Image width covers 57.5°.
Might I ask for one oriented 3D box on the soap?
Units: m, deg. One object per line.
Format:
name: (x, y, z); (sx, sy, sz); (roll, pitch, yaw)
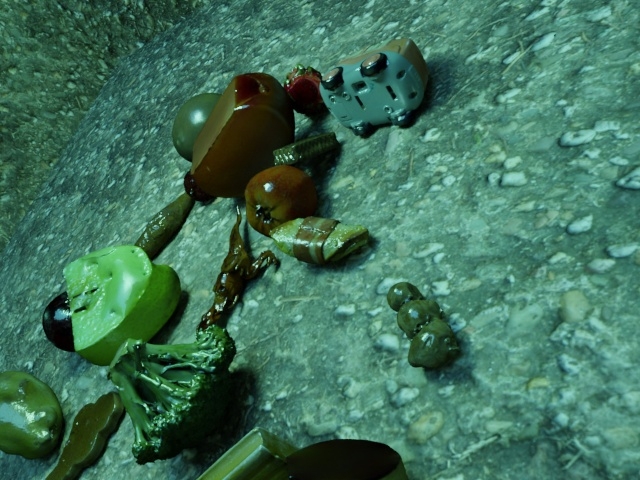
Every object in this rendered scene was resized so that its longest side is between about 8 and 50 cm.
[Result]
soap: (-0.152, 0.470, 1.110); (0.232, 0.140, 0.073); (-43, 34, 7)

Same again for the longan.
longan: (-0.383, -0.379, 2.000); (0.258, 0.258, 0.258); (-26, 42, 27)

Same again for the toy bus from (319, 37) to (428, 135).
toy bus: (0.153, -0.435, 1.572); (0.288, 0.194, 0.232); (-5, 46, 43)

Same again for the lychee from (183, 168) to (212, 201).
lychee: (-0.397, -0.198, 1.966); (0.129, 0.123, 0.123); (-45, 35, -16)

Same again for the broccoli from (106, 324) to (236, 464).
broccoli: (-0.331, 0.326, 1.306); (0.304, 0.283, 0.321); (-47, 17, 20)

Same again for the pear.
pear: (-0.560, 0.172, 1.712); (0.318, 0.238, 0.342); (-29, 51, 1)

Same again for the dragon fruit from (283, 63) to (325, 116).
dragon fruit: (-0.052, -0.470, 1.829); (0.172, 0.167, 0.160); (-90, 3, -79)

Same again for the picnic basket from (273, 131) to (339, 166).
picnic basket: (-0.041, -0.257, 1.628); (0.110, 0.054, 0.193); (-4, 20, 45)

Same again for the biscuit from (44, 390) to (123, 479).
biscuit: (-0.657, 0.561, 1.615); (0.183, 0.047, 0.319); (8, 64, 51)

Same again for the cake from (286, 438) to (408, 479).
cake: (0.046, 0.433, 0.934); (0.208, 0.185, 0.178); (-1, 93, 23)

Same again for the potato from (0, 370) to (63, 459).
potato: (-0.902, 0.533, 1.770); (0.351, 0.202, 0.218); (14, 56, 36)

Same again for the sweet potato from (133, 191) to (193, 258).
sweet potato: (-0.552, -0.039, 2.000); (0.341, 0.092, 0.114); (-49, 20, -2)

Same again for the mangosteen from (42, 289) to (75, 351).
mangosteen: (-0.786, 0.268, 1.890); (0.216, 0.216, 0.216); (-26, 42, 27)

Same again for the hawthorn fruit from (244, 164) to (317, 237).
hawthorn fruit: (-0.089, -0.115, 1.559); (0.197, 0.196, 0.225); (-4, 27, 43)

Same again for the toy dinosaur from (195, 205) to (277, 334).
toy dinosaur: (-0.215, 0.059, 1.581); (0.208, 0.097, 0.432); (-22, 39, 44)

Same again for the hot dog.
hot dog: (0.000, 0.005, 1.412); (0.262, 0.093, 0.123); (10, 56, 32)

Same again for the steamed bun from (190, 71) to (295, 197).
steamed bun: (-0.208, -0.295, 1.743); (0.379, 0.248, 0.234); (-46, 34, 36)

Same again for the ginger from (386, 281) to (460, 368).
ginger: (0.185, 0.152, 1.105); (0.104, 0.080, 0.204); (-41, 39, 19)
